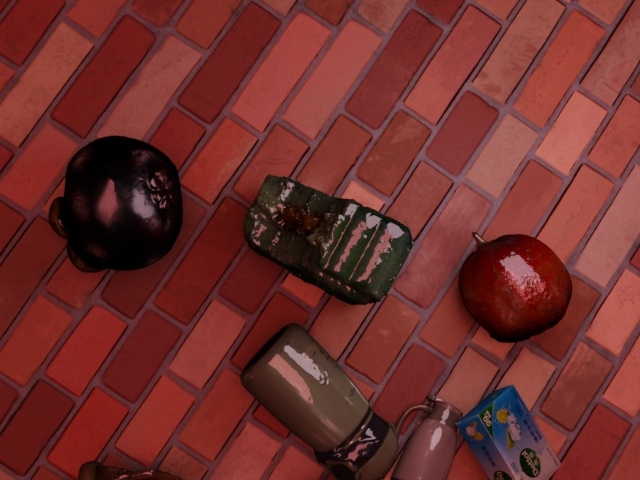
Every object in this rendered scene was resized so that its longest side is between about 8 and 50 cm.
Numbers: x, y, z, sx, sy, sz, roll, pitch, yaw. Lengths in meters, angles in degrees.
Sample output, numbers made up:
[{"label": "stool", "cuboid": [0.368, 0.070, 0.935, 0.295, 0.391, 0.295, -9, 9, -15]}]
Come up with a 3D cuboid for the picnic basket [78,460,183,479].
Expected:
[{"label": "picnic basket", "cuboid": [-0.378, 0.541, 1.623, 0.337, 0.337, 0.293, -15, 54, -6]}]

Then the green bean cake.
[{"label": "green bean cake", "cuboid": [0.000, 0.000, 1.742, 0.307, 0.300, 0.169, 29, 82, -2]}]

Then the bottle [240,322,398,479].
[{"label": "bottle", "cuboid": [0.009, 0.336, 1.777, 0.168, 0.168, 0.347, -45, 92, -8]}]

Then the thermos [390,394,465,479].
[{"label": "thermos", "cuboid": [0.212, 0.413, 1.821, 0.137, 0.105, 0.193, 20, 72, 18]}]

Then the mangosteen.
[{"label": "mangosteen", "cuboid": [-0.405, -0.066, 1.761, 0.233, 0.287, 0.288, -13, 84, -34]}]

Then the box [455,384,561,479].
[{"label": "box", "cuboid": [0.382, 0.413, 1.813, 0.139, 0.073, 0.194, -28, 86, -43]}]

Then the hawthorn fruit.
[{"label": "hawthorn fruit", "cuboid": [0.388, 0.080, 1.819, 0.215, 0.215, 0.250, -35, 83, -7]}]
